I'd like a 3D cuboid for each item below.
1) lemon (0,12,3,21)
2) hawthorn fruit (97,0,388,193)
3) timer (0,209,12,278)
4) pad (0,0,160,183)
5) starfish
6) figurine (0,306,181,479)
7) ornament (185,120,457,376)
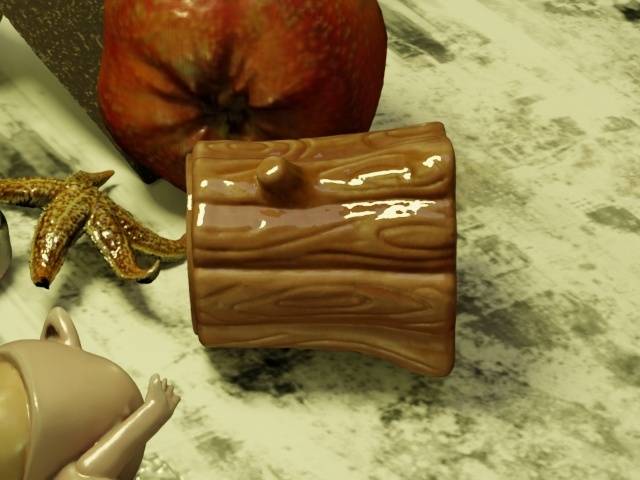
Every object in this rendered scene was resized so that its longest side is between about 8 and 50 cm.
[{"bbox_3d":[-0.412,-0.243,1.943,0.192,0.192,0.231,27,29,30],"label":"lemon"},{"bbox_3d":[-0.062,-0.169,1.812,0.275,0.275,0.300,18,22,20],"label":"hawthorn fruit"},{"bbox_3d":[-0.385,-0.004,1.716,0.191,0.069,0.208,-30,48,-34],"label":"timer"},{"bbox_3d":[-0.206,-0.223,1.936,0.330,0.004,0.220,50,47,3],"label":"pad"},{"bbox_3d":[-0.211,-0.026,1.732,0.213,0.057,0.238,21,28,-14],"label":"starfish"},{"bbox_3d":[-0.192,0.182,1.395,0.186,0.176,0.287,9,43,-37],"label":"figurine"},{"bbox_3d":[0.000,0.000,1.630,0.218,0.221,0.235,-2,62,-1],"label":"ornament"}]
